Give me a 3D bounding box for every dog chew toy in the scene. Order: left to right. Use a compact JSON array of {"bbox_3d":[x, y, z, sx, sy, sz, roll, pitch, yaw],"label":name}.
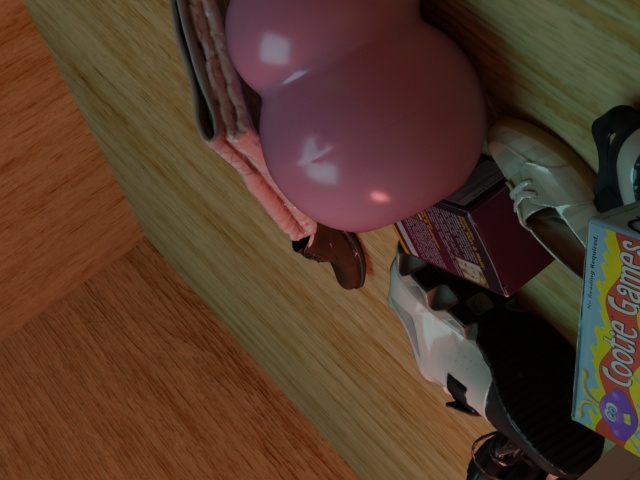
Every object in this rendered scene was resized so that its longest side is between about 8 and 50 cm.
[{"bbox_3d":[0.010,-0.178,0.867,0.332,0.206,0.206,64,164,-7],"label":"dog chew toy"}]

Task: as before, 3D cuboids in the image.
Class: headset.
[{"bbox_3d":[0.306,0.315,1.256,0.243,0.185,0.394,32,170,42],"label":"headset"}]

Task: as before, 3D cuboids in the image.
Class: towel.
[{"bbox_3d":[-0.095,-0.192,1.068,0.317,0.053,0.332,52,-159,-70],"label":"towel"}]

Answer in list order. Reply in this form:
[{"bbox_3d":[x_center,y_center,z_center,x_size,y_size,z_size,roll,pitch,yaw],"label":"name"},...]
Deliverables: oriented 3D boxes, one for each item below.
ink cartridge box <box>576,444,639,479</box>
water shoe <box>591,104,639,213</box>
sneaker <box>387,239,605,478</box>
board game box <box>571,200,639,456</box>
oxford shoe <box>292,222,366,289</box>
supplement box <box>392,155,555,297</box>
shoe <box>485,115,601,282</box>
[{"bbox_3d":[0.367,0.268,0.763,0.270,0.197,0.198,30,153,55],"label":"ink cartridge box"},{"bbox_3d":[0.254,-0.015,0.754,0.080,0.072,0.203,-115,7,-51],"label":"water shoe"},{"bbox_3d":[0.190,0.142,1.118,0.331,0.122,0.146,55,149,28],"label":"sneaker"},{"bbox_3d":[0.291,0.075,0.523,0.275,0.144,0.142,28,127,49],"label":"board game box"},{"bbox_3d":[0.000,0.000,1.469,0.082,0.096,0.227,32,156,50],"label":"oxford shoe"},{"bbox_3d":[0.145,-0.027,0.996,0.188,0.080,0.104,26,149,60],"label":"supplement box"},{"bbox_3d":[0.215,-0.020,0.845,0.219,0.058,0.076,49,164,16],"label":"shoe"}]
